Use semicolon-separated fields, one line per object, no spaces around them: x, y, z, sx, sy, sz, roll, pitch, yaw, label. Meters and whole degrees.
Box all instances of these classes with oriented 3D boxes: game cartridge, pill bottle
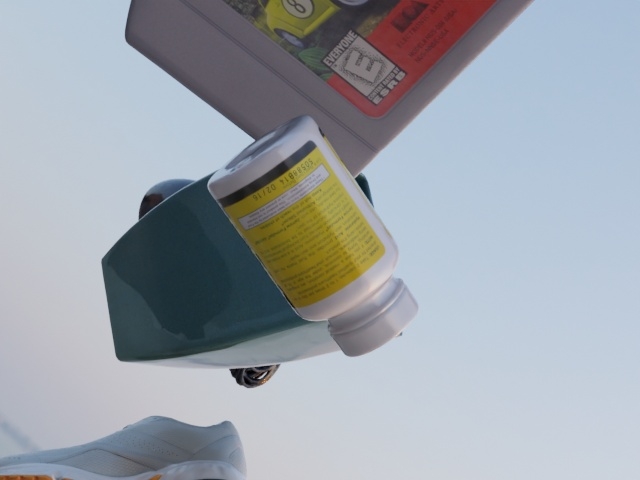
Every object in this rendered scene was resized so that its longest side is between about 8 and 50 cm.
0.017;-0.170;0.638;0.196;0.060;0.294;38;-52;-9;game cartridge
0.000;0.000;0.571;0.116;0.065;0.065;55;-20;-12;pill bottle

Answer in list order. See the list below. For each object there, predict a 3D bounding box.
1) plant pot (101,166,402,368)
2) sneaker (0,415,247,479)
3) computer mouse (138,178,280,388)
-0.077;0.036;1.041;0.166;0.234;0.165;20;54;-60;plant pot
-0.197;0.225;1.085;0.121;0.263;0.099;-97;-170;-58;sneaker
-0.106;0.025;1.362;0.272;0.188;0.072;48;-30;0;computer mouse
